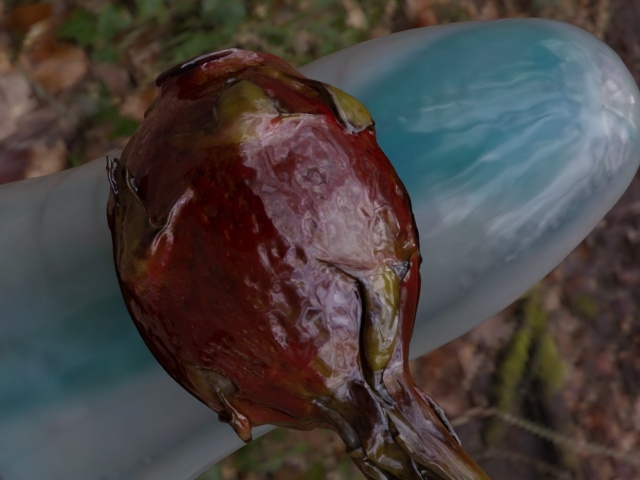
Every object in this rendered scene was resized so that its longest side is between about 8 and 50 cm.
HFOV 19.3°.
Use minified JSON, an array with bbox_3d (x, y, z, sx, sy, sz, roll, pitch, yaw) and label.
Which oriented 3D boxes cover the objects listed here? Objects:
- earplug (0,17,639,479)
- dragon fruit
[{"bbox_3d":[0.000,0.000,0.873,0.185,0.324,0.185,56,19,-31],"label":"earplug"},{"bbox_3d":[0.003,0.031,0.714,0.125,0.125,0.246,-30,74,-20],"label":"dragon fruit"}]
